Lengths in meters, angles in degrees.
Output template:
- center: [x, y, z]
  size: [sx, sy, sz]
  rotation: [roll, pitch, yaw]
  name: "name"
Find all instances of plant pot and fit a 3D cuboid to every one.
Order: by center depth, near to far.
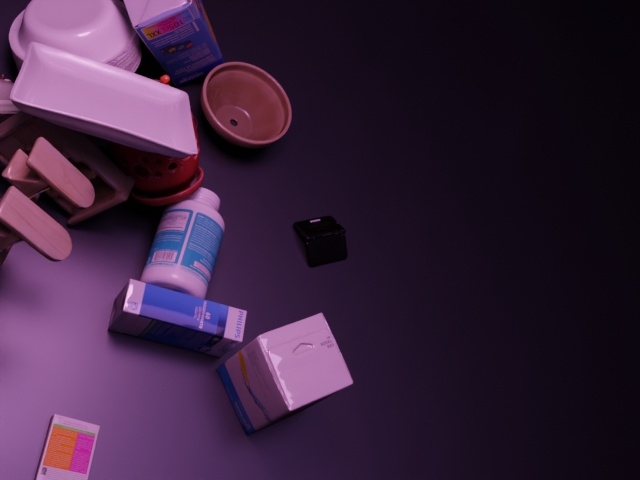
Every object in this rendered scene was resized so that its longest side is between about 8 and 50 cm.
- center: [-0.355, -0.185, 1.796]
  size: [0.191, 0.191, 0.174]
  rotation: [-41, 133, -37]
  name: "plant pot"
- center: [-0.201, -0.324, 2.058]
  size: [0.237, 0.110, 0.237]
  rotation: [13, 61, -24]
  name: "plant pot"

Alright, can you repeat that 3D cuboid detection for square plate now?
- center: [-0.426, -0.275, 1.626]
  size: [0.347, 0.049, 0.344]
  rotation: [16, 25, -21]
  name: "square plate"

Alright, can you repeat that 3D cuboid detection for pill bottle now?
- center: [-0.298, 0.012, 1.810]
  size: [0.146, 0.146, 0.264]
  rotation: [24, 57, -17]
  name: "pill bottle"

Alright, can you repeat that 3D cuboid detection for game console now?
- center: [0.000, 0.000, 2.070]
  size: [0.122, 0.071, 0.107]
  rotation: [-12, 43, -34]
  name: "game console"

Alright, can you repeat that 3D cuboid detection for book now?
- center: [-0.488, 0.418, 1.568]
  size: [0.096, 0.035, 0.144]
  rotation: [21, 58, -23]
  name: "book"

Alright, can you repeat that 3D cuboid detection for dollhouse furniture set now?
- center: [-0.562, -0.041, 1.573]
  size: [0.256, 0.362, 0.394]
  rotation: [47, 36, -33]
  name: "dollhouse furniture set"

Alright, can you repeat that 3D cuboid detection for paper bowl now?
- center: [-0.555, -0.464, 1.840]
  size: [0.284, 0.148, 0.284]
  rotation: [2, 52, -3]
  name: "paper bowl"

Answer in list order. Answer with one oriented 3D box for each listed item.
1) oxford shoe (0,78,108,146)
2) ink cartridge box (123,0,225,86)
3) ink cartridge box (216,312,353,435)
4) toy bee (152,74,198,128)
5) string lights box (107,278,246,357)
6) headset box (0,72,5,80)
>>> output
- center: [-0.666, -0.288, 1.746]
  size: [0.449, 0.169, 0.130]
  rotation: [6, 63, -21]
  name: "oxford shoe"
- center: [-0.363, -0.559, 1.967]
  size: [0.151, 0.395, 0.270]
  rotation: [-21, 77, 0]
  name: "ink cartridge box"
- center: [-0.079, 0.287, 1.740]
  size: [0.171, 0.233, 0.168]
  rotation: [-17, 75, -34]
  name: "ink cartridge box"
- center: [-0.421, -0.339, 1.910]
  size: [0.298, 0.162, 0.195]
  rotation: [-25, 78, -36]
  name: "toy bee"
- center: [-0.304, 0.171, 1.733]
  size: [0.260, 0.133, 0.076]
  rotation: [18, 60, -22]
  name: "string lights box"
- center: [-0.749, -0.346, 1.807]
  size: [0.083, 0.032, 0.062]
  rotation: [10, 62, -27]
  name: "headset box"
